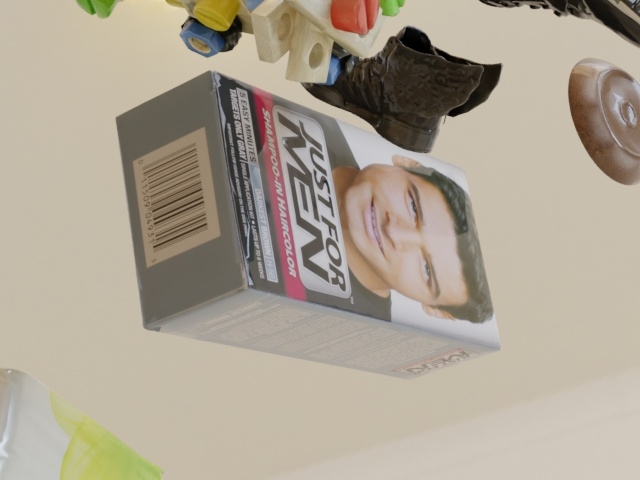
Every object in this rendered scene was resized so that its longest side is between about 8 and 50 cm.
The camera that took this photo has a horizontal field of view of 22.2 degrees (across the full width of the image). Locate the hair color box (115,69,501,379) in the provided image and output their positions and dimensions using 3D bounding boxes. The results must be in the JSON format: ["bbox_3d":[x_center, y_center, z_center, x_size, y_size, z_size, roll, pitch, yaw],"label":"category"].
[{"bbox_3d":[0.000,0.000,1.401,0.113,0.374,0.185,-22,-112,31],"label":"hair color box"}]

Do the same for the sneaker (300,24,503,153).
[{"bbox_3d":[0.057,-0.129,1.255,0.051,0.089,0.170,-6,-147,-46],"label":"sneaker"}]

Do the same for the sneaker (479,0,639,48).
[{"bbox_3d":[0.188,-0.234,1.356,0.107,0.283,0.124,-25,152,-38],"label":"sneaker"}]

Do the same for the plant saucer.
[{"bbox_3d":[0.432,-0.178,2.361,0.036,0.199,0.199,-23,-157,41],"label":"plant saucer"}]

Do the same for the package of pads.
[{"bbox_3d":[-0.251,0.259,1.457,0.101,0.296,0.229,-6,-118,22],"label":"package of pads"}]

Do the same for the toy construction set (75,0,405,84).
[{"bbox_3d":[-0.066,-0.201,1.108,0.327,0.215,0.151,31,-105,33],"label":"toy construction set"}]
